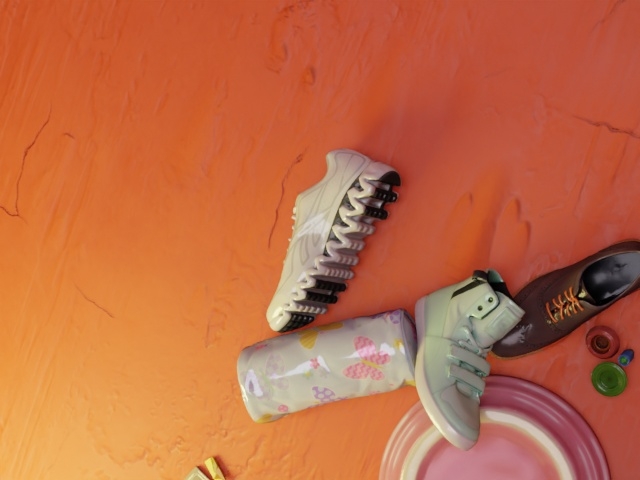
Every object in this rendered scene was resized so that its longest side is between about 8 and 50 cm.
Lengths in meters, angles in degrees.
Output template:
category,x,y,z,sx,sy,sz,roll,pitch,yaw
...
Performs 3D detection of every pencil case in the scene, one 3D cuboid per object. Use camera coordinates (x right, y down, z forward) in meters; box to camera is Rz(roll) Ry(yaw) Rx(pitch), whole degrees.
category,x,y,z,sx,sy,sz,roll,pitch,yaw
pencil case,0.016,0.183,1.978,0.273,0.113,0.124,-16,104,14

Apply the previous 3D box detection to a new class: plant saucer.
category,x,y,z,sx,sy,sz,roll,pitch,yaw
plant saucer,0.240,0.356,1.931,0.332,0.084,0.332,-1,88,14

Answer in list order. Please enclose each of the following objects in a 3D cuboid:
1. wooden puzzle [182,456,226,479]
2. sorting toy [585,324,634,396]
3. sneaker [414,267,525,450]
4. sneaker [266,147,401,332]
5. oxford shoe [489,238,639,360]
category,x,y,z,sx,sy,sz,roll,pitch,yaw
wooden puzzle,-0.183,0.388,2.076,0.116,0.014,0.078,-43,75,10
sorting toy,0.408,0.164,1.919,0.061,0.042,0.101,-9,99,29
sneaker,0.210,0.151,1.870,0.151,0.094,0.255,-33,44,31
sneaker,0.000,0.000,2.001,0.118,0.110,0.292,34,94,26
oxford shoe,0.340,0.079,1.903,0.271,0.098,0.097,-35,81,11
